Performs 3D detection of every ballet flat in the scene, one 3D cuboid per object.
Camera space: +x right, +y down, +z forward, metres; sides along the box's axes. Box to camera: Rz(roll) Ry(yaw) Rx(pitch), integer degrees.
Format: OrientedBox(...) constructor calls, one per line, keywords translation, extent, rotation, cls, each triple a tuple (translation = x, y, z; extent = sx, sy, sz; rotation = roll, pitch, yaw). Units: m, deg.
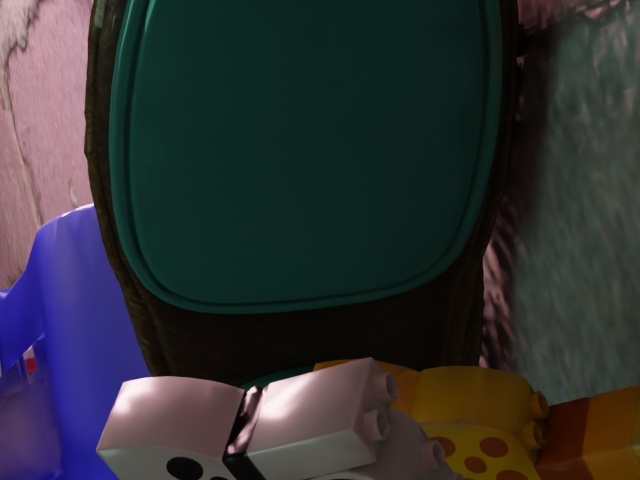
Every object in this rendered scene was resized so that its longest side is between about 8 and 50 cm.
OrientedBox(translation=(0.000, 0.000, 0.539), extent=(0.124, 0.116, 0.342), rotation=(-94, -3, -55), cls="ballet flat")

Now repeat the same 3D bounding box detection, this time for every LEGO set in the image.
OrientedBox(translation=(0.061, 0.082, 0.401), extent=(0.227, 0.093, 0.087), rotation=(55, -147, -30), cls="LEGO set")

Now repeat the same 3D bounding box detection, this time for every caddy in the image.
OrientedBox(translation=(-0.150, 0.096, 0.841), extent=(0.341, 0.241, 0.179), rotation=(148, 111, -73), cls="caddy")
